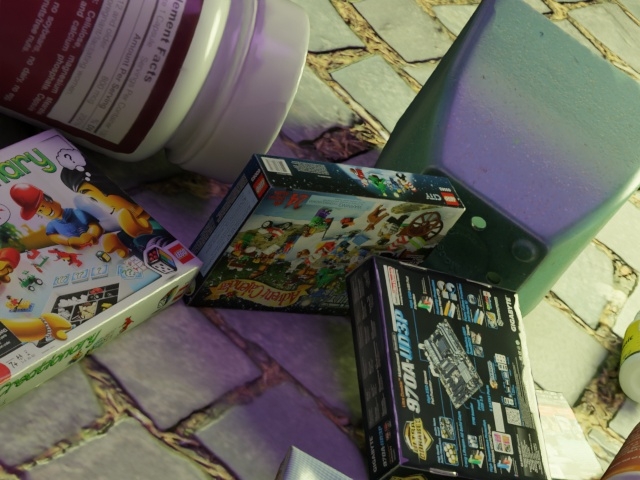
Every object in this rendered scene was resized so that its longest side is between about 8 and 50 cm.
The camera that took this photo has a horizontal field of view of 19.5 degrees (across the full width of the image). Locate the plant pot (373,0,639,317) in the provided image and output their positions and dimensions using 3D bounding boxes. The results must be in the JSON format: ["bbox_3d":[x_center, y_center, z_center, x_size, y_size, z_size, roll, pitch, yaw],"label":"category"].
[{"bbox_3d":[0.179,-0.055,1.904,0.248,0.247,0.252,36,43,1],"label":"plant pot"}]

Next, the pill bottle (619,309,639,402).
[{"bbox_3d":[0.354,0.119,1.984,0.065,0.065,0.116,32,32,-5],"label":"pill bottle"}]

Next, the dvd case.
[{"bbox_3d":[0.226,0.192,1.817,0.087,0.013,0.119,10,39,-34],"label":"dvd case"}]

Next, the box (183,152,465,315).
[{"bbox_3d":[0.000,0.000,1.722,0.233,0.159,0.044,5,44,-38],"label":"box"}]

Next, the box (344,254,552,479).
[{"bbox_3d":[0.117,0.132,1.709,0.175,0.051,0.220,14,53,-31],"label":"box"}]

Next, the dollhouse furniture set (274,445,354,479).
[{"bbox_3d":[0.020,0.211,1.426,0.286,0.198,0.303,33,31,-5],"label":"dollhouse furniture set"}]

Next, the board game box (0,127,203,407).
[{"bbox_3d":[-0.255,0.020,1.559,0.193,0.053,0.305,41,32,10],"label":"board game box"}]

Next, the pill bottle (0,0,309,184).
[{"bbox_3d":[-0.223,-0.208,1.729,0.392,0.224,0.224,22,34,-20],"label":"pill bottle"}]

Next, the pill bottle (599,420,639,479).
[{"bbox_3d":[0.335,0.231,1.764,0.121,0.121,0.216,39,32,7],"label":"pill bottle"}]
